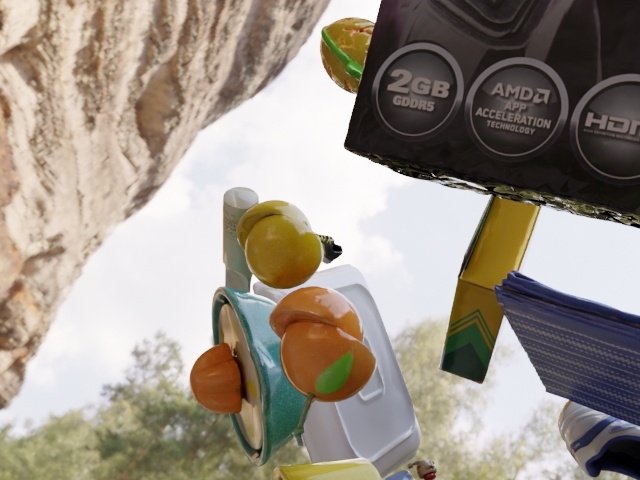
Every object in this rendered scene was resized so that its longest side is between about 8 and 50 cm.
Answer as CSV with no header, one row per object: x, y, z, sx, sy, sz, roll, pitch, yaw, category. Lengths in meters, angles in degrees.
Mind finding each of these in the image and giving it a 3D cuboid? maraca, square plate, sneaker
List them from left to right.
0.000,0.000,1.236,0.035,0.031,0.083,-28,-49,28,sneaker
0.049,0.206,1.341,0.049,0.344,0.347,-23,-97,25,square plate
0.060,-0.244,1.192,0.127,0.185,0.099,19,-61,-29,maraca
0.494,0.297,1.227,0.296,0.131,0.111,-1,-61,2,sneaker

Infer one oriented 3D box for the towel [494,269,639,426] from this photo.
0.361,0.154,1.067,0.243,0.040,0.336,18,-20,34,towel

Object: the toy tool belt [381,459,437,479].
0.083,0.255,0.846,0.052,0.083,0.051,65,0,-56,toy tool belt

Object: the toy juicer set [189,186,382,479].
-0.055,0.064,0.629,0.329,0.089,0.209,-136,-141,-60,toy juicer set

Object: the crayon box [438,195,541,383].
0.264,0.057,1.334,0.081,0.202,0.318,19,-34,15,crayon box

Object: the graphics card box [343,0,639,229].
0.168,-0.186,0.372,0.233,0.094,0.370,17,-85,27,graphics card box
